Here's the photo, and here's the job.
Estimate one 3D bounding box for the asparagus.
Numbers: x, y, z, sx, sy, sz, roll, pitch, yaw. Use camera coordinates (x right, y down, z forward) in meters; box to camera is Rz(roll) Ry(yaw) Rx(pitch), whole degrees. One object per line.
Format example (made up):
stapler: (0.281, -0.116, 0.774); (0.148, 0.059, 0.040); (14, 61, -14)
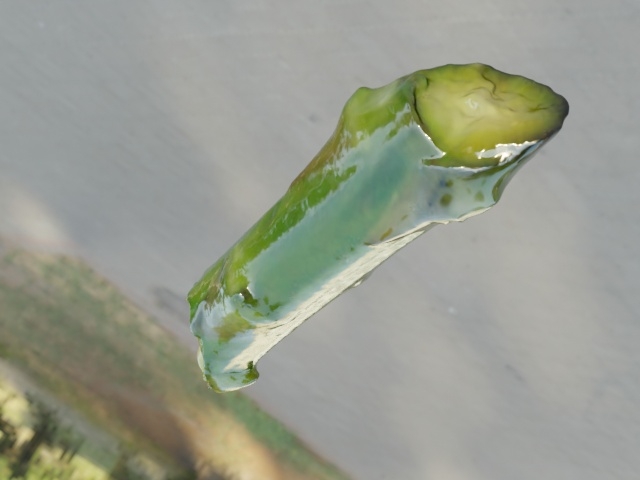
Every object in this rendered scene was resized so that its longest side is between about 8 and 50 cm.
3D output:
asparagus: (0.000, 0.001, 0.775); (0.085, 0.082, 0.343); (18, 144, -31)
